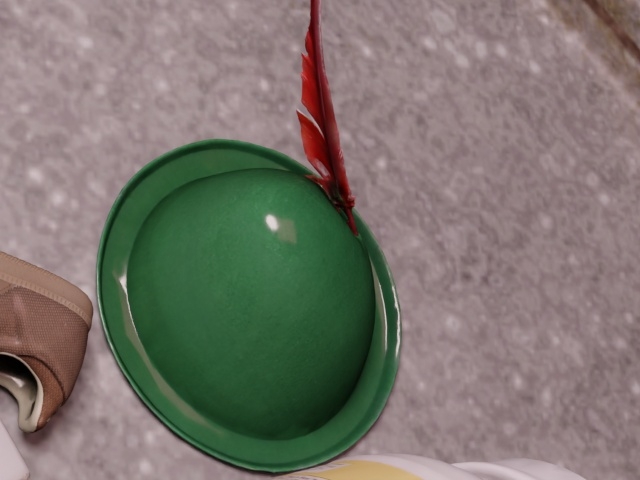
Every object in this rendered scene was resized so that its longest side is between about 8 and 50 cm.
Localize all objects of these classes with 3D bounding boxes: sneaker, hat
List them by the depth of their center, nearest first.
[{"bbox_3d":[-0.191,0.029,0.824,0.188,0.066,0.071,21,64,-24],"label":"sneaker"},{"bbox_3d":[0.000,0.000,0.881,0.208,0.183,0.173,42,57,-13],"label":"hat"}]

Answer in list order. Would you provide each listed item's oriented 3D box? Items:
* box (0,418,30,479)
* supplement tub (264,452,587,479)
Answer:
[{"bbox_3d":[-0.296,0.001,0.657,0.345,0.168,0.215,60,23,0],"label":"box"},{"bbox_3d":[-0.021,0.221,0.751,0.331,0.241,0.241,-10,79,-38],"label":"supplement tub"}]
